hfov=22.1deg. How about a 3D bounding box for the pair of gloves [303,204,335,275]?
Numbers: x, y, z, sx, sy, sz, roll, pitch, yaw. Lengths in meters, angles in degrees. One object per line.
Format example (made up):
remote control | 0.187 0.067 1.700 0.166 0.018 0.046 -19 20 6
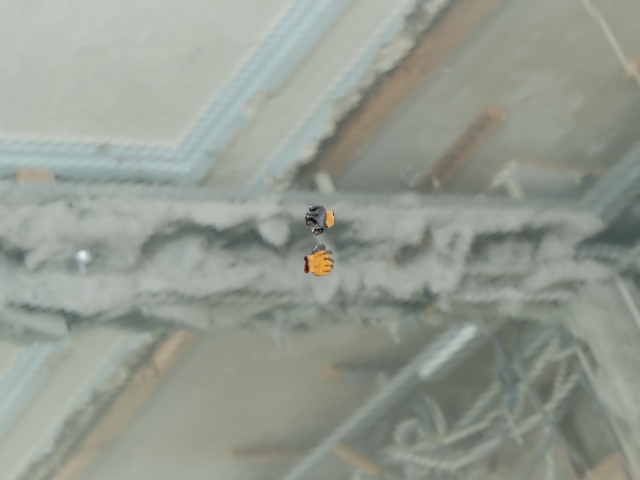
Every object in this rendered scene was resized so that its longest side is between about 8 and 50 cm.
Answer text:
pair of gloves | 0.000 0.000 1.932 0.010 0.083 0.074 -1 -1 27
